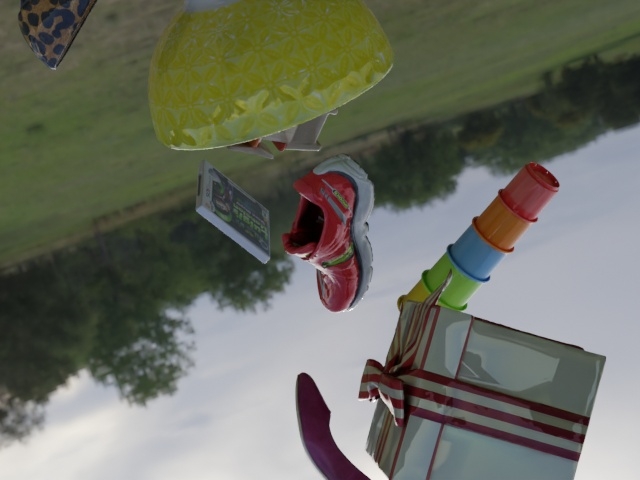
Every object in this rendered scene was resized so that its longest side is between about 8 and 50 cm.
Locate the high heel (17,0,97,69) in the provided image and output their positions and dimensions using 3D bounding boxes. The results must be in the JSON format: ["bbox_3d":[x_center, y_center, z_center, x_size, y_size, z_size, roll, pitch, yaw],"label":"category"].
[{"bbox_3d":[-0.217,-0.297,1.269,0.261,0.186,0.093,-5,-179,4],"label":"high heel"}]

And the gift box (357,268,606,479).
[{"bbox_3d":[0.193,0.192,1.452,0.258,0.276,0.255,15,173,-6],"label":"gift box"}]

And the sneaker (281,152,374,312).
[{"bbox_3d":[0.000,0.000,1.562,0.118,0.279,0.107,-26,-133,-24],"label":"sneaker"}]

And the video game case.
[{"bbox_3d":[-0.176,-0.061,2.270,0.022,0.190,0.173,-38,-150,22],"label":"video game case"}]

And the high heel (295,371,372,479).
[{"bbox_3d":[0.041,0.271,1.384,0.117,0.244,0.082,-15,155,-2],"label":"high heel"}]

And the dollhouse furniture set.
[{"bbox_3d":[-0.089,-0.255,1.808,0.135,0.262,0.259,7,-149,-33],"label":"dollhouse furniture set"}]

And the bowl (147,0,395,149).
[{"bbox_3d":[-0.074,-0.233,1.240,0.289,0.156,0.289,-16,-157,7],"label":"bowl"}]

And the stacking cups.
[{"bbox_3d":[0.249,0.014,1.713,0.316,0.096,0.096,-51,170,24],"label":"stacking cups"}]
